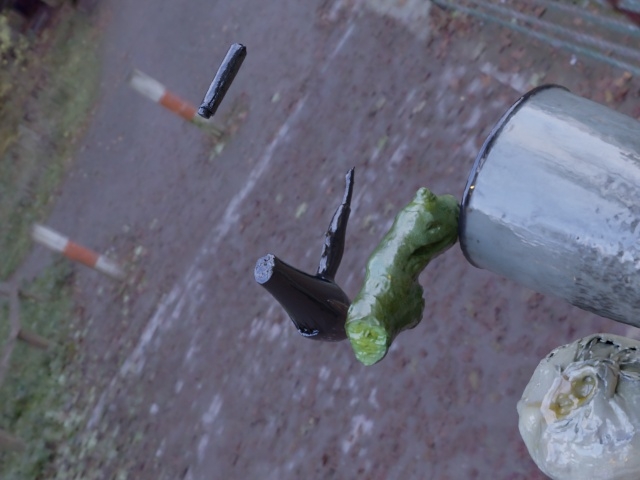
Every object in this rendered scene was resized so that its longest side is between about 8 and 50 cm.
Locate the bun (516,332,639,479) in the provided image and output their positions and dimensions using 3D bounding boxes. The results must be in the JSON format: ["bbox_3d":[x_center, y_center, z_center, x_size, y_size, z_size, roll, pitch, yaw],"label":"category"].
[{"bbox_3d":[0.436,0.255,1.467,0.287,0.146,0.287,-26,30,16],"label":"bun"}]

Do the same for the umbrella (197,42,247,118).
[{"bbox_3d":[-0.154,-0.252,1.457,0.133,0.031,0.036,-64,-13,-7],"label":"umbrella"}]

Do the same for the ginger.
[{"bbox_3d":[0.120,0.046,1.305,0.089,0.137,0.290,-5,54,50],"label":"ginger"}]

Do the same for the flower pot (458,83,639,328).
[{"bbox_3d":[0.403,-0.031,1.277,0.330,0.293,0.293,29,89,36],"label":"flower pot"}]

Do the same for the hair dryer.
[{"bbox_3d":[0.000,0.000,1.740,0.120,0.304,0.359,-2,62,34],"label":"hair dryer"}]
